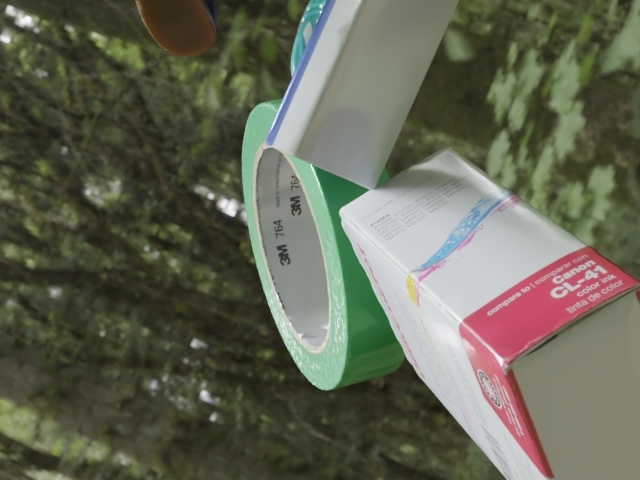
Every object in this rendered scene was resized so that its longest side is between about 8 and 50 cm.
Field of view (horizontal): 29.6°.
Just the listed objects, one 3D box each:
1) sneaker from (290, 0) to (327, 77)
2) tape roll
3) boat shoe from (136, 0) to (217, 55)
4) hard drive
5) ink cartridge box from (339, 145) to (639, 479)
[{"bbox_3d":[0.033,-0.286,1.352,0.275,0.107,0.110,-64,-18,17],"label":"sneaker"},{"bbox_3d":[0.000,0.000,1.328,0.077,0.321,0.321,-14,-37,-18],"label":"tape roll"},{"bbox_3d":[-0.126,-0.228,0.922,0.207,0.073,0.073,78,-172,-62],"label":"boat shoe"},{"bbox_3d":[0.067,-0.205,1.012,0.318,0.040,0.210,-66,-19,3],"label":"hard drive"},{"bbox_3d":[0.161,0.082,1.026,0.131,0.306,0.226,-30,-57,-6],"label":"ink cartridge box"}]
